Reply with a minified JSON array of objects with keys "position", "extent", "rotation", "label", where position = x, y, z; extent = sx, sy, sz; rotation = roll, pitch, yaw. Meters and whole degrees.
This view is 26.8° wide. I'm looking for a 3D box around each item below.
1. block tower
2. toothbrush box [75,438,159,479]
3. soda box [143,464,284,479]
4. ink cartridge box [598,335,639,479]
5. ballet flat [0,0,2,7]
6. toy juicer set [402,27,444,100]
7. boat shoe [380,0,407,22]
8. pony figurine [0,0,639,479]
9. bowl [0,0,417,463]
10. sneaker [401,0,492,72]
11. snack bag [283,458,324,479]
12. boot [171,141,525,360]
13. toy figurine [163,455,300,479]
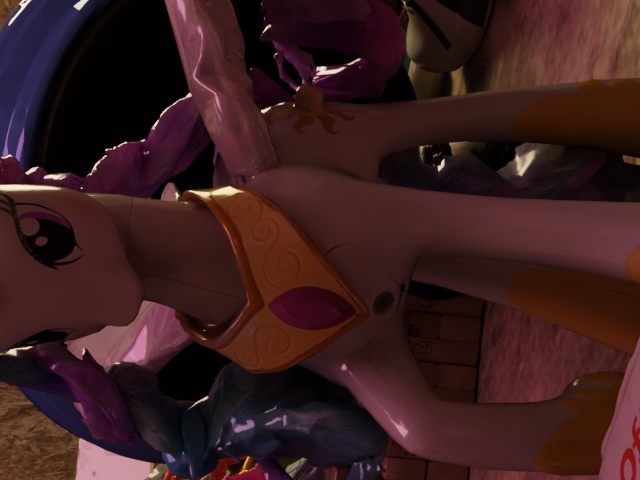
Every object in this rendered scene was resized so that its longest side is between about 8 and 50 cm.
[{"position":[0.051,0.163,0.959],"extent":[0.097,0.091,0.335],"rotation":[-154,70,-80],"label":"block tower"},{"position":[-0.139,0.269,1.538],"extent":[0.283,0.122,0.206],"rotation":[20,-110,-54],"label":"toothbrush box"},{"position":[-0.094,0.232,1.387],"extent":[0.286,0.091,0.098],"rotation":[-43,-16,-50],"label":"soda box"},{"position":[0.153,0.073,0.319],"extent":[0.219,0.092,0.160],"rotation":[-98,16,-58],"label":"ink cartridge box"},{"position":[-0.184,-0.061,0.552],"extent":[0.077,0.077,0.231],"rotation":[80,-160,-44],"label":"ballet flat"},{"position":[0.052,-0.171,1.198],"extent":[0.329,0.089,0.209],"rotation":[60,143,30],"label":"toy juicer set"},{"position":[0.061,-0.222,1.273],"extent":[0.043,0.049,0.137],"rotation":[-97,20,-47],"label":"boat shoe"},{"position":[-0.014,-0.025,0.578],"extent":[0.351,0.363,0.303],"rotation":[-104,20,-66],"label":"pony figurine"},{"position":[-0.070,-0.030,0.967],"extent":[0.077,0.391,0.391],"rotation":[5,89,49],"label":"bowl"},{"position":[0.052,-0.211,0.956],"extent":[0.235,0.153,0.094],"rotation":[112,162,-64],"label":"sneaker"},{"position":[-0.055,0.297,1.215],"extent":[0.342,0.037,0.323],"rotation":[-53,3,-12],"label":"snack bag"},{"position":[0.000,0.000,0.825],"extent":[0.207,0.246,0.094],"rotation":[16,139,59],"label":"boot"},{"position":[-0.089,0.208,1.204],"extent":[0.159,0.173,0.130],"rotation":[-81,-23,-59],"label":"toy figurine"}]
